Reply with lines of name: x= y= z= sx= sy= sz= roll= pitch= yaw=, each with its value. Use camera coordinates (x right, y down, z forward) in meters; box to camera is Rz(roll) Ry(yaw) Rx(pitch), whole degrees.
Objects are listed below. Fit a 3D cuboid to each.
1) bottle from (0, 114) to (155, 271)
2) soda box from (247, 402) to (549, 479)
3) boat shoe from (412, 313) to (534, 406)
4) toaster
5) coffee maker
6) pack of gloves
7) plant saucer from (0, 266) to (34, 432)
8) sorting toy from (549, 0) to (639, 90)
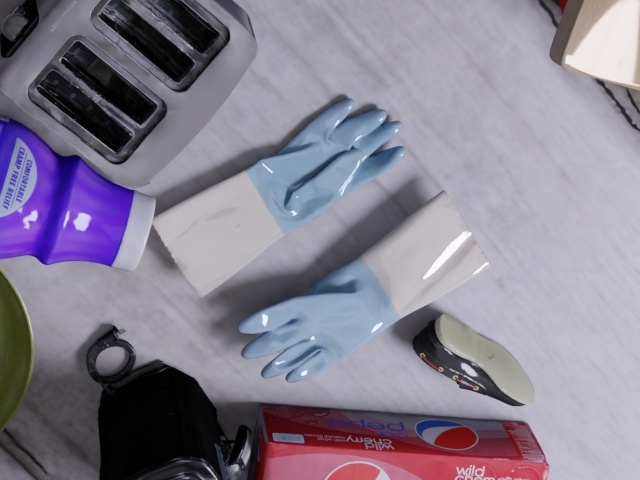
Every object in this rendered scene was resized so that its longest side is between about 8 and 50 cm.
bottle: x=-0.277 y=-0.045 z=1.150 sx=0.283 sy=0.092 sz=0.118 roll=18 pitch=72 yaw=-14
soda box: x=0.069 y=0.215 z=1.309 sx=0.263 sy=0.083 sz=0.092 roll=5 pitch=108 yaw=-10
boat shoe: x=0.142 y=0.115 z=1.308 sx=0.133 sy=0.049 sz=0.042 roll=34 pitch=129 yaw=-25
toaster: x=-0.152 y=-0.148 z=1.134 sx=0.186 sy=0.110 sz=0.168 roll=40 pitch=100 yaw=-19
coffee maker: x=-0.143 y=0.189 z=1.216 sx=0.171 sy=0.178 sz=0.120 roll=39 pitch=99 yaw=-19
pack of gloves: x=0.000 y=0.000 z=1.256 sx=0.232 sy=0.046 sz=0.195 roll=-32 pitch=99 yaw=0
plant saucer: x=-0.367 y=0.088 z=1.222 sx=0.241 sy=0.037 sz=0.240 roll=-3 pitch=109 yaw=-9
sorting toy: x=0.322 y=-0.244 z=1.161 sx=0.256 sy=0.089 sz=0.257 roll=11 pitch=108 yaw=-26
